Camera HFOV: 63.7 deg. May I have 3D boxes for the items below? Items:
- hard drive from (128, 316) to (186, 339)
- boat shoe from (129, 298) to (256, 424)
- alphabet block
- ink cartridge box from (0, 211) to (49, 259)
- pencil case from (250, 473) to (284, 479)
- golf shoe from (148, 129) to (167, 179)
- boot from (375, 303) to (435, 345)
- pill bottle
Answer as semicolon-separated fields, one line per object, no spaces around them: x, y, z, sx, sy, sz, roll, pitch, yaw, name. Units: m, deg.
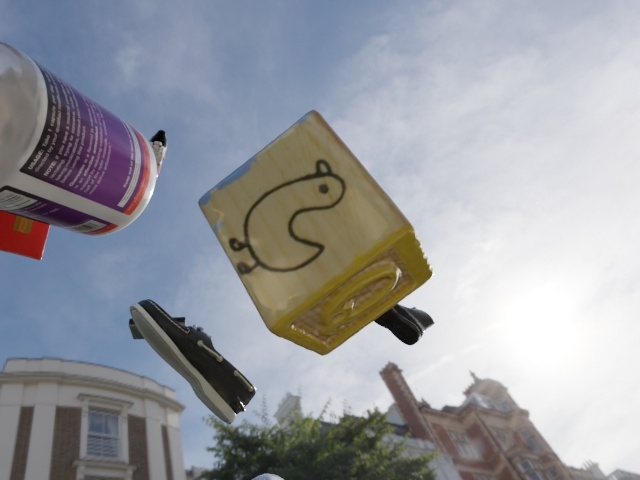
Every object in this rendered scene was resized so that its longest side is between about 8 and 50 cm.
-0.410;0.223;1.308;0.135;0.022;0.094;0;-33;-11;hard drive
-0.248;0.222;1.013;0.091;0.114;0.302;-44;-75;-32;boat shoe
0.000;0.000;0.643;0.192;0.197;0.193;-38;-28;5;alphabet block
-0.523;-0.143;0.784;0.261;0.296;0.066;19;-25;-37;ink cartridge box
-0.079;0.485;0.878;0.113;0.273;0.124;32;-110;-4;pencil case
-0.455;-0.225;1.376;0.067;0.186;0.086;16;-49;-16;golf shoe
0.214;0.193;1.418;0.137;0.198;0.077;-18;-31;-52;boot
-0.361;-0.121;0.640;0.181;0.181;0.323;-35;-17;5;pill bottle
